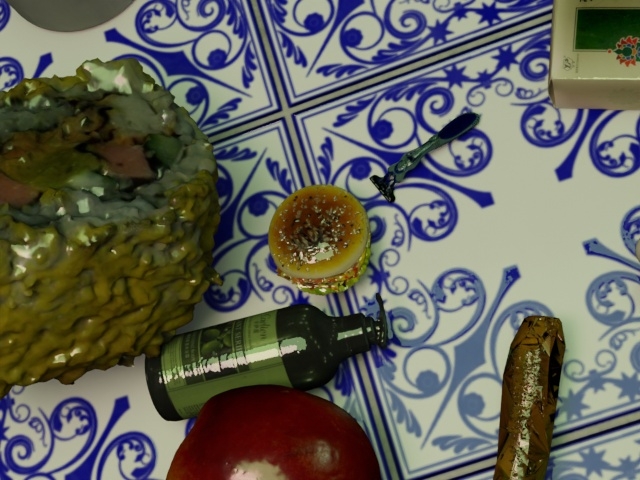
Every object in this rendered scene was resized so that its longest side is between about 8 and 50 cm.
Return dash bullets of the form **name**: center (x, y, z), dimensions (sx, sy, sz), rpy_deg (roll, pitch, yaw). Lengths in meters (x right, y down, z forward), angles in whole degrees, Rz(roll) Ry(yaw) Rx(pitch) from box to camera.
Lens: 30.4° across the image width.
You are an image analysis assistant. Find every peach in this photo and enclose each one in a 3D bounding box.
- **peach**: center (-0.051, 0.275, 1.275), dimensions (0.244, 0.199, 0.243), rpy_deg (0, 89, 10)

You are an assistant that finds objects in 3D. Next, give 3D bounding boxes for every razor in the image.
- **razor**: center (0.131, -0.109, 1.438), dimensions (0.155, 0.028, 0.044), rpy_deg (-37, 68, 1)

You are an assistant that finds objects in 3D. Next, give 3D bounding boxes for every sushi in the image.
- **sushi**: center (-0.311, -0.030, 1.341), dimensions (0.397, 0.240, 0.351), rpy_deg (-17, 47, -25)

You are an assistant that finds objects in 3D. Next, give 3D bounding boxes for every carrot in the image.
- **carrot**: center (0.230, 0.196, 1.302), dimensions (0.069, 0.069, 0.228), rpy_deg (7, 76, 16)

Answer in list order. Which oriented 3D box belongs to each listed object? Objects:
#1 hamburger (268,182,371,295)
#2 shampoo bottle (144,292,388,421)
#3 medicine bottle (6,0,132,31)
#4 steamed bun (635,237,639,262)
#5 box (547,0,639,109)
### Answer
- **hamburger**: center (0.000, 0.000, 1.407), dimensions (0.127, 0.081, 0.141), rpy_deg (1, 72, 14)
- **shampoo bottle**: center (-0.058, 0.133, 1.370), dimensions (0.284, 0.101, 0.101), rpy_deg (-14, 71, 9)
- **medicine bottle**: center (-0.363, -0.427, 1.547), dimensions (0.238, 0.232, 0.237), rpy_deg (-4, 74, 12)
- **steamed bun**: center (0.465, -0.012, 1.254), dimensions (0.242, 0.164, 0.146), rpy_deg (-37, 67, 2)
- **box**: center (0.362, -0.267, 1.397), dimensions (0.168, 0.095, 0.212), rpy_deg (2, 73, 17)
